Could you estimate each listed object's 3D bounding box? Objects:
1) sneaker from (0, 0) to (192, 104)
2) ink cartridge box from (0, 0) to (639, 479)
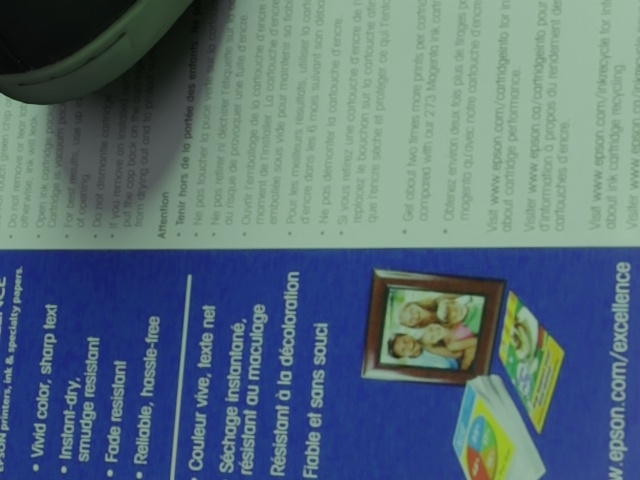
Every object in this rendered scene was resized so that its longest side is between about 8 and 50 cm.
[{"bbox_3d":[-0.048,-0.157,0.488,0.083,0.118,0.222,12,60,34],"label":"sneaker"},{"bbox_3d":[0.000,0.000,0.504,0.371,0.069,0.176,0,82,26],"label":"ink cartridge box"}]
